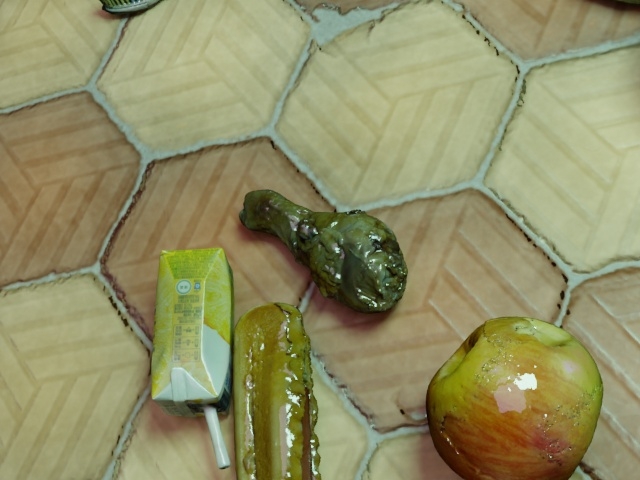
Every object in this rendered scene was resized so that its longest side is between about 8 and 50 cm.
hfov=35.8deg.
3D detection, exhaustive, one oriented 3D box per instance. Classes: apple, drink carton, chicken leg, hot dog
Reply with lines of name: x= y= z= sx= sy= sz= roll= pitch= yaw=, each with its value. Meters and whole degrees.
apple: x=0.149 y=0.130 z=0.787 sx=0.147 sy=0.146 sz=0.146 roll=-6 pitch=67 yaw=15
drink carton: x=-0.116 y=0.111 z=0.912 sx=0.075 sy=0.084 sz=0.199 roll=-1 pitch=66 yaw=2
chicken leg: x=0.002 y=0.000 z=0.935 sx=0.198 sy=0.069 sz=0.084 roll=29 pitch=103 yaw=31
hot dog: x=-0.034 y=0.197 z=0.862 sx=0.083 sy=0.068 sz=0.288 roll=-17 pitch=67 yaw=35

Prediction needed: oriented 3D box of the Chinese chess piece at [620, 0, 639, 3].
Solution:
Chinese chess piece: x=0.318 y=-0.318 z=0.954 sx=0.189 sy=0.083 sz=0.188 roll=-5 pitch=67 yaw=11

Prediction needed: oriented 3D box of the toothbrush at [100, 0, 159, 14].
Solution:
toothbrush: x=-0.054 y=-0.324 z=1.092 sx=0.414 sy=0.042 sz=0.035 roll=-16 pitch=65 yaw=8
